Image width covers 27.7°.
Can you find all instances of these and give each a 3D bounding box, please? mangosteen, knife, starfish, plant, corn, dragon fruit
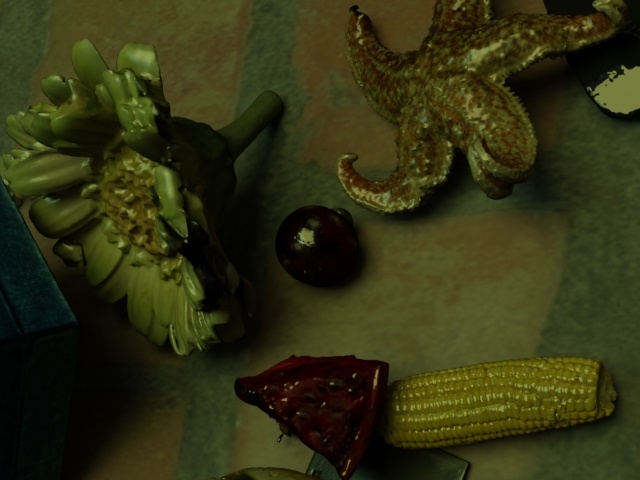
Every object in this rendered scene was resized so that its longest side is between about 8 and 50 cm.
[{"bbox_3d":[-0.002,0.002,1.202,0.081,0.081,0.081,-12,63,25],"label":"mangosteen"},{"bbox_3d":[0.091,0.211,1.094,0.245,0.019,0.072,16,77,36],"label":"knife"},{"bbox_3d":[0.122,-0.162,1.163,0.312,0.113,0.303,-13,66,43],"label":"starfish"},{"bbox_3d":[-0.125,-0.030,1.204,0.261,0.297,0.306,63,143,29],"label":"plant"},{"bbox_3d":[0.138,0.133,1.070,0.206,0.067,0.067,-11,64,25],"label":"corn"},{"bbox_3d":[-0.023,0.151,1.111,0.192,0.122,0.092,-179,81,-67],"label":"dragon fruit"}]

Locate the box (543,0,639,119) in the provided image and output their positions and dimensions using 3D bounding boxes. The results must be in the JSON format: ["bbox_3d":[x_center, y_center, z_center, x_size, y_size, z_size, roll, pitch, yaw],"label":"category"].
[{"bbox_3d":[0.300,-0.224,1.148,0.201,0.042,0.212,-30,58,16],"label":"box"}]

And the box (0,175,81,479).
[{"bbox_3d":[-0.334,0.098,1.245,0.261,0.116,0.279,53,141,34],"label":"box"}]

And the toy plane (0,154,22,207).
[{"bbox_3d":[-0.434,0.029,1.434,0.286,0.108,0.092,-41,52,-7],"label":"toy plane"}]

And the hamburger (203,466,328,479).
[{"bbox_3d":[-0.031,0.329,1.025,0.319,0.158,0.318,-12,64,26],"label":"hamburger"}]
